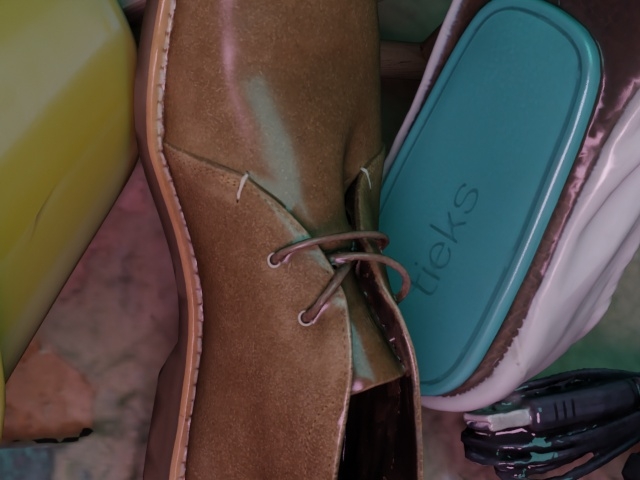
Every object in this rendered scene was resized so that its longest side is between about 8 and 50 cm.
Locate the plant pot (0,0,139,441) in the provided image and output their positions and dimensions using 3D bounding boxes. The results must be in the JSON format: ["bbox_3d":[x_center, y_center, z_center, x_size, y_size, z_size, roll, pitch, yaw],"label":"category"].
[{"bbox_3d":[-0.192,-0.017,0.601,0.254,0.254,0.239,41,43,-1],"label":"plant pot"}]

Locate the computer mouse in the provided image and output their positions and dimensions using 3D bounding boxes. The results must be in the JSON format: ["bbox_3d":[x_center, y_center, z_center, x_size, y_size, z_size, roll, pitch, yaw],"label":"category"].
[{"bbox_3d":[0.196,0.122,0.700,0.188,0.072,0.272,-4,34,-28],"label":"computer mouse"}]

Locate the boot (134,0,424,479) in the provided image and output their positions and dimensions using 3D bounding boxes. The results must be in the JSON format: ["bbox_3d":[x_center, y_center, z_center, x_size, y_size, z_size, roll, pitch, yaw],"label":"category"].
[{"bbox_3d":[0.000,0.000,0.640,0.112,0.115,0.305,-9,107,-34],"label":"boot"}]

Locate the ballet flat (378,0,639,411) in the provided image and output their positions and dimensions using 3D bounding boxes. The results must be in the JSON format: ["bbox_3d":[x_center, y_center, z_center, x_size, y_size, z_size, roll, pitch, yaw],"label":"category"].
[{"bbox_3d":[0.131,-0.106,0.680,0.139,0.400,0.139,20,25,-10],"label":"ballet flat"}]

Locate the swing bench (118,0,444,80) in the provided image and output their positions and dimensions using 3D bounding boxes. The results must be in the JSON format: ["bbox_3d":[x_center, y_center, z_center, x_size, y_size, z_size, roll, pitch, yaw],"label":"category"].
[{"bbox_3d":[-0.040,-0.205,0.776,0.255,0.165,0.253,-8,72,-26],"label":"swing bench"}]
